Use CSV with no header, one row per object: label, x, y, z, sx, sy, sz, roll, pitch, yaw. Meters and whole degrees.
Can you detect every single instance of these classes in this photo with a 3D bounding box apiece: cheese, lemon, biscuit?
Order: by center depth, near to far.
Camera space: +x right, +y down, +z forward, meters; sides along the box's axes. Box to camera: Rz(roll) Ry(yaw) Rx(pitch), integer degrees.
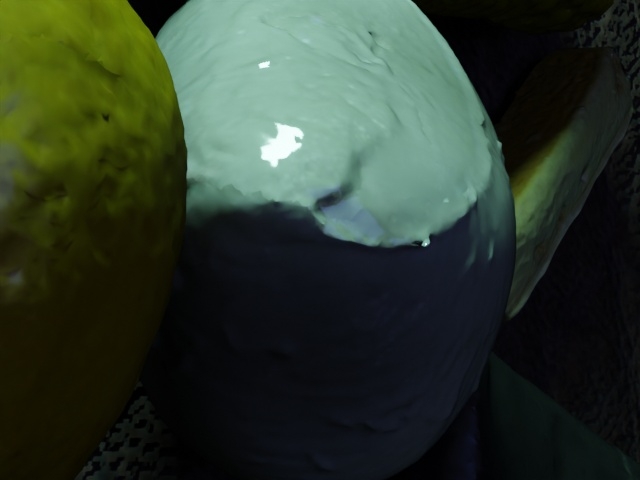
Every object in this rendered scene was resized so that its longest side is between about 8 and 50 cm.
lemon,-0.134,-0.001,0.448,0.188,0.188,0.257,17,103,-40
cheese,0.000,0.000,0.595,0.198,0.154,0.189,-86,-177,-57
biscuit,0.115,-0.033,0.802,0.188,0.052,0.056,-52,132,-37

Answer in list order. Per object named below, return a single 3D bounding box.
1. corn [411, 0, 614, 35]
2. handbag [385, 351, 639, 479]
corn,0.022,-0.169,0.700,0.363,0.120,0.120,5,77,-47
handbag,0.087,0.182,0.704,0.223,0.080,0.247,35,59,-33
